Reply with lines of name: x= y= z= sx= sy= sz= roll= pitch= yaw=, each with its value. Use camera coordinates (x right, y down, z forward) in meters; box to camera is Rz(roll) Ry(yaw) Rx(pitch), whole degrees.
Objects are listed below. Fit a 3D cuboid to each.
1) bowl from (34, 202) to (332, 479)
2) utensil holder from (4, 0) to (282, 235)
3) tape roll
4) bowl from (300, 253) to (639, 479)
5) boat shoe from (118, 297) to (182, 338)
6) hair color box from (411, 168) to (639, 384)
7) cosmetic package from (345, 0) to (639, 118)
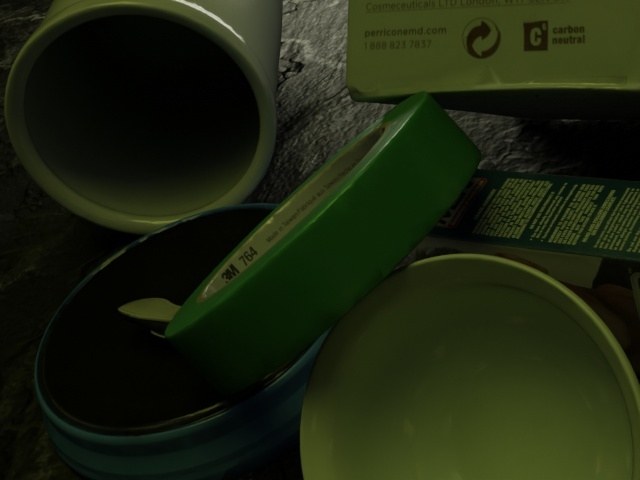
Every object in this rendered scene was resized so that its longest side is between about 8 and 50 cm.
bowl: x=-0.129 y=0.099 z=1.294 sx=0.391 sy=0.077 sz=0.391 roll=-15 pitch=36 yaw=11
utensil holder: x=-0.210 y=-0.249 z=1.589 sx=0.328 sy=0.327 sz=0.385 roll=-15 pitch=35 yaw=13
tape roll: x=0.000 y=0.000 z=1.077 sx=0.321 sy=0.077 sz=0.321 roll=-42 pitch=7 yaw=6
bowl: x=0.140 y=0.161 z=0.954 sx=0.298 sy=0.134 sz=0.297 roll=-4 pitch=82 yaw=35
boat shoe: x=-0.155 y=0.085 z=1.228 sx=0.125 sy=0.038 sz=0.046 roll=3 pitch=24 yaw=32
hair color box: x=0.262 y=0.041 z=1.059 sx=0.347 sy=0.174 sz=0.105 roll=8 pitch=47 yaw=38
cosmetic package: x=0.266 y=-0.296 z=1.229 sx=0.329 sy=0.327 sz=0.394 roll=3 pitch=4 yaw=33
